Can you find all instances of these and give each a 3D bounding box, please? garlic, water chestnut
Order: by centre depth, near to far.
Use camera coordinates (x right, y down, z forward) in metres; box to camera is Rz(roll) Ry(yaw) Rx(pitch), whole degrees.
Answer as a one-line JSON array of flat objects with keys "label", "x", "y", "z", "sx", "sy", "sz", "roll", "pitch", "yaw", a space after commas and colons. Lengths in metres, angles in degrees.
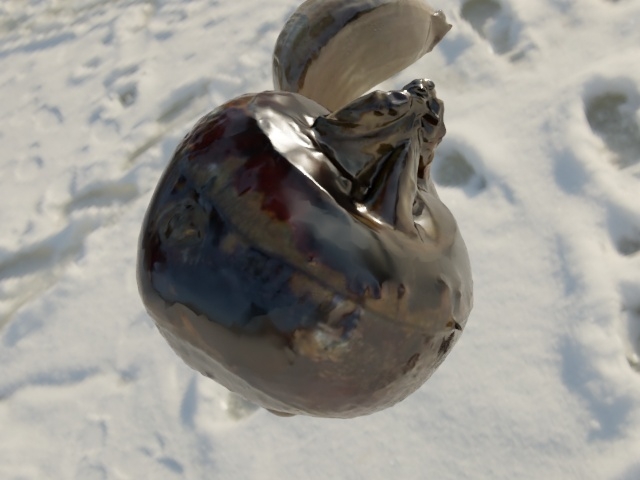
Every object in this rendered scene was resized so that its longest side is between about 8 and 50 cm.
[{"label": "water chestnut", "x": 0.000, "y": 0.000, "z": 0.716, "sx": 0.238, "sy": 0.224, "sz": 0.223, "roll": -52, "pitch": 25, "yaw": 26}, {"label": "garlic", "x": 0.025, "y": -0.192, "z": 1.070, "sx": 0.196, "sy": 0.101, "sz": 0.087, "roll": -35, "pitch": 23, "yaw": -16}]
